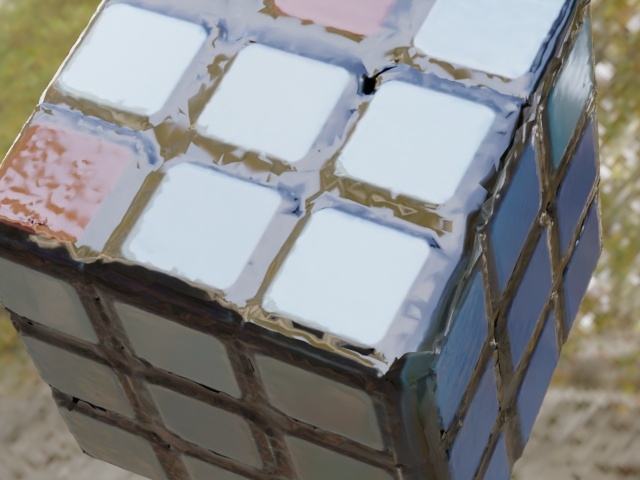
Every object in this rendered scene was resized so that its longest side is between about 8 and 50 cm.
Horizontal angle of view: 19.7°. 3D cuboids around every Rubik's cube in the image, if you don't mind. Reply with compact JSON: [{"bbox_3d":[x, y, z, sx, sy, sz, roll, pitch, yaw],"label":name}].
[{"bbox_3d":[0.000,0.000,0.639,0.163,0.162,0.160,19,-29,21],"label":"Rubik's cube"}]
